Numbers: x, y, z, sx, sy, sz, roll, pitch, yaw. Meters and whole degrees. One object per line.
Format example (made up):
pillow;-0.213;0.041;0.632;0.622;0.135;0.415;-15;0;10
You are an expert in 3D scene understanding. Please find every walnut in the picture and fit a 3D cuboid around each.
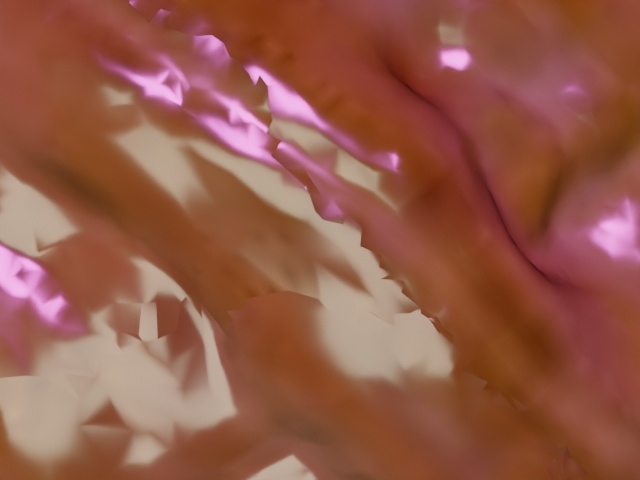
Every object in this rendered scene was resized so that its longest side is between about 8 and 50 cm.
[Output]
walnut;0.000;0.001;0.526;0.344;0.306;0.306;38;118;-7
